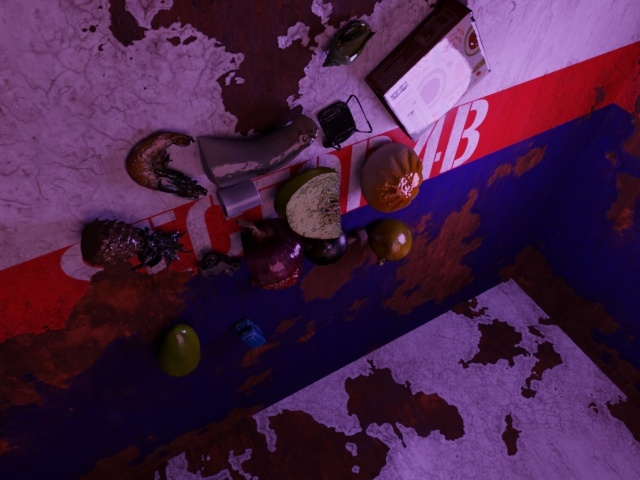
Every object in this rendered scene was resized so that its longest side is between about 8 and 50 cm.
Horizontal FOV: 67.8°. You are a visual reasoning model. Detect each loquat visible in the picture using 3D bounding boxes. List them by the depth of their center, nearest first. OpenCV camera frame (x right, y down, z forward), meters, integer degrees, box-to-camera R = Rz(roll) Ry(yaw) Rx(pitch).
[{"bbox_3d":[0.339,0.015,2.347,0.246,0.214,0.213,-64,148,-11],"label":"loquat"}]

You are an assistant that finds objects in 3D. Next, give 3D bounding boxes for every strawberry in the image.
[{"bbox_3d":[-0.193,0.161,2.169,0.228,0.098,0.174,-9,138,-37],"label":"strawberry"}]

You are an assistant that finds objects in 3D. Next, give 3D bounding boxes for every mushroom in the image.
[{"bbox_3d":[-0.190,-0.298,1.571,0.397,0.126,0.177,-19,136,-17],"label":"mushroom"}]

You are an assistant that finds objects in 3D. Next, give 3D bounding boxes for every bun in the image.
[{"bbox_3d":[0.317,-0.252,1.972,0.299,0.165,0.298,-16,122,-29],"label":"bun"}]

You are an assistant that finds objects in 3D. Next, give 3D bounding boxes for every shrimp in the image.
[{"bbox_3d":[-0.443,-0.230,1.482,0.222,0.054,0.290,-46,138,16],"label":"shrimp"}]

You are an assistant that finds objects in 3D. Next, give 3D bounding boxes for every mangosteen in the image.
[{"bbox_3d":[0.000,0.000,2.042,0.211,0.211,0.250,-44,147,13],"label":"mangosteen"}]

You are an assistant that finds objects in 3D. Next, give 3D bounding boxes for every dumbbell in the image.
[{"bbox_3d":[0.114,0.010,2.272,0.231,0.092,0.081,-22,116,-21],"label":"dumbbell"}]

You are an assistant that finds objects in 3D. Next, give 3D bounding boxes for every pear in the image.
[{"bbox_3d":[-0.049,-0.139,1.836,0.293,0.159,0.292,-8,112,-19],"label":"pear"}]

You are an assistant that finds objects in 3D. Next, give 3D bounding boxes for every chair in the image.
[{"bbox_3d":[0.064,-0.408,1.684,0.140,0.221,0.145,-31,104,-7],"label":"chair"}]

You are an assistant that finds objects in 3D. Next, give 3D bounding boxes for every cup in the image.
[{"bbox_3d":[-0.298,-0.152,1.701,0.133,0.136,0.099,-25,112,-18],"label":"cup"}]

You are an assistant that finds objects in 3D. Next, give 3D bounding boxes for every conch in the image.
[{"bbox_3d":[0.086,-0.603,1.476,0.200,0.080,0.095,-54,133,-3],"label":"conch"}]

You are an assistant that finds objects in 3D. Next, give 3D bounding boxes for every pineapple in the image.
[{"bbox_3d":[-0.589,0.021,1.579,0.365,0.165,0.165,10,126,-50],"label":"pineapple"}]

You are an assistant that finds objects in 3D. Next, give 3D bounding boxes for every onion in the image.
[{"bbox_3d":[-0.180,0.039,1.902,0.231,0.256,0.272,-15,167,-4],"label":"onion"}]

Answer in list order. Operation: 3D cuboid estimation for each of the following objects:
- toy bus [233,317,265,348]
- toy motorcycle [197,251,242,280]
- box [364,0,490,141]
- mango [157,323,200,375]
[{"bbox_3d":[-0.355,0.473,2.414,0.090,0.106,0.184,-31,147,-2],"label":"toy bus"},{"bbox_3d":[-0.411,0.109,1.927,0.122,0.080,0.215,-44,151,13],"label":"toy motorcycle"},{"bbox_3d":[0.399,-0.596,1.722,0.385,0.122,0.345,-42,147,11],"label":"box"},{"bbox_3d":[-0.636,0.489,2.137,0.192,0.156,0.342,-25,143,-32],"label":"mango"}]
